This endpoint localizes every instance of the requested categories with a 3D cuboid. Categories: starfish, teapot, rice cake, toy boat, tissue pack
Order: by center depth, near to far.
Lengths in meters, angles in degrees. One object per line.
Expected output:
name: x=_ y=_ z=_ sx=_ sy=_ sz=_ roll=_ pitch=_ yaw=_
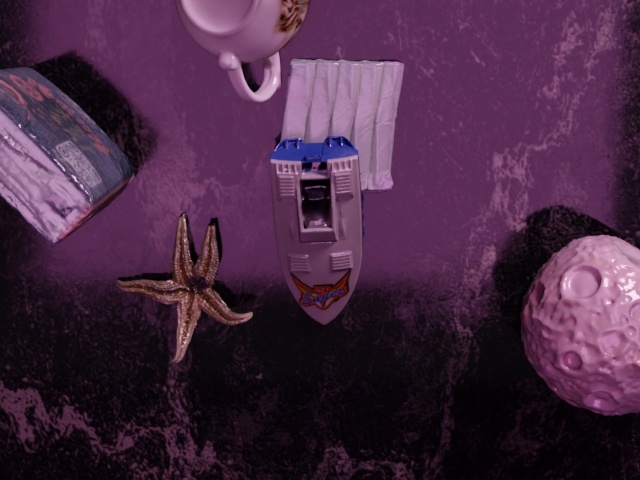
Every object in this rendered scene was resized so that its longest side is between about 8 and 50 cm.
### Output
tissue pack: x=-0.371 y=-0.124 z=1.495 sx=0.103 sy=0.316 sz=0.228 roll=-42 pitch=98 yaw=7
teapot: x=-0.104 y=-0.337 z=1.544 sx=0.204 sy=0.139 sz=0.298 roll=11 pitch=107 yaw=25
toy boat: x=0.000 y=0.000 z=1.624 sx=0.129 sy=0.088 sz=0.295 roll=-2 pitch=122 yaw=2
rice cake: x=0.026 y=-0.163 z=1.628 sx=0.189 sy=0.037 sz=0.198 roll=0 pitch=103 yaw=0
starfish: x=-0.202 y=0.073 z=1.673 sx=0.217 sy=0.050 sz=0.223 roll=11 pitch=90 yaw=4

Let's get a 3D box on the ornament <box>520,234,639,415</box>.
ornament: x=0.407 y=0.128 z=1.584 sx=0.259 sy=0.259 sz=0.225 roll=30 pitch=107 yaw=-6
